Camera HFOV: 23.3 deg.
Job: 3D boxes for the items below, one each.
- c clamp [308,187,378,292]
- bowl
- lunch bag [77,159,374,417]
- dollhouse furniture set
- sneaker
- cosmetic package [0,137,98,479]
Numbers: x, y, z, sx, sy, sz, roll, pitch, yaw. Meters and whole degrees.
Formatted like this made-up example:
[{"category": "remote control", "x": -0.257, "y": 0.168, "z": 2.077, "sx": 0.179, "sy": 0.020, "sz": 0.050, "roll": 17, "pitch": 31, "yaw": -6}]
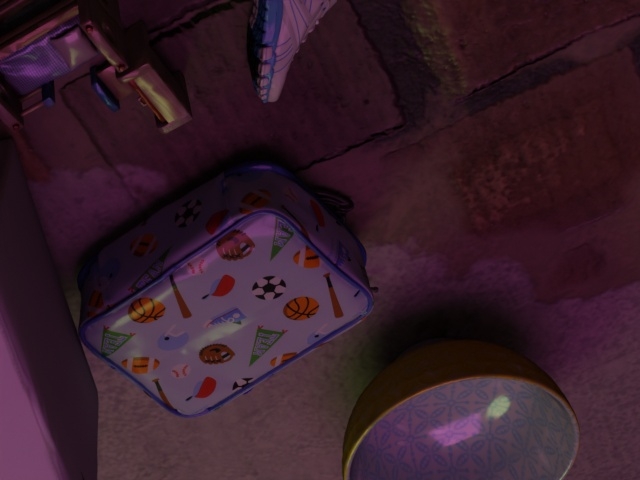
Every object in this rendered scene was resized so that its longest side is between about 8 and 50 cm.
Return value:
[{"category": "c clamp", "x": 0.000, "y": 0.000, "z": 1.749, "sx": 0.137, "sy": 0.022, "sz": 0.160, "roll": -2, "pitch": 133, "yaw": -4}, {"category": "bowl", "x": 0.155, "y": 0.210, "z": 1.879, "sx": 0.290, "sy": 0.156, "sz": 0.289, "roll": -6, "pitch": 132, "yaw": -7}, {"category": "lunch bag", "x": -0.106, "y": 0.063, "z": 1.704, "sx": 0.303, "sy": 0.115, "sz": 0.243, "roll": -31, "pitch": 132, "yaw": 19}, {"category": "dollhouse furniture set", "x": -0.225, "y": -0.150, "z": 1.483, "sx": 0.129, "sy": 0.129, "sz": 0.183, "roll": -28, "pitch": 132, "yaw": 12}, {"category": "sneaker", "x": -0.026, "y": -0.215, "z": 1.516, "sx": 0.083, "sy": 0.071, "sz": 0.190, "roll": -5, "pitch": 133, "yaw": -16}, {"category": "cosmetic package", "x": -0.448, "y": 0.145, "z": 1.510, "sx": 0.394, "sy": 0.327, "sz": 0.329, "roll": -14, "pitch": 115, "yaw": -1}]
